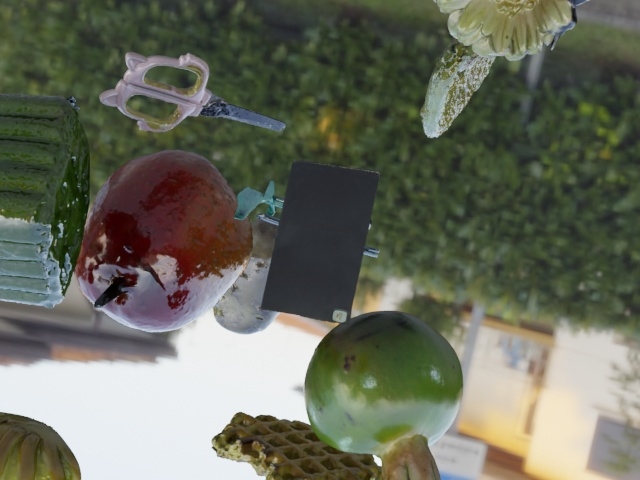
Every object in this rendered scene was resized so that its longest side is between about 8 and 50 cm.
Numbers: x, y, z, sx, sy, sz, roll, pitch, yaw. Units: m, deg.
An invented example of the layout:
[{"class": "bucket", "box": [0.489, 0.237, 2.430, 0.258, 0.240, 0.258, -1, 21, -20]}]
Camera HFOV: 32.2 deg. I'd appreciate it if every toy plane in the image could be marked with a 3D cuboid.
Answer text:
[{"class": "toy plane", "box": [-0.013, -0.043, 1.695, 0.235, 0.096, 0.060, 16, 162, 8]}]

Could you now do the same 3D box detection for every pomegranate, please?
[{"class": "pomegranate", "box": [0.099, 0.244, 1.556, 0.236, 0.236, 0.302, 12, -136, -34]}]

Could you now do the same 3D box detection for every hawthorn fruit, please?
[{"class": "hawthorn fruit", "box": [-0.280, 0.017, 1.834, 0.285, 0.284, 0.369, 14, -148, 19]}]

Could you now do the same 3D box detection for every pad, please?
[{"class": "pad", "box": [0.000, 0.000, 1.342, 0.116, 0.193, 0.004, 9, 171, 17]}]

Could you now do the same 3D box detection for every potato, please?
[{"class": "potato", "box": [-0.127, 0.073, 2.270, 0.165, 0.262, 0.165, 29, -160, -12]}]

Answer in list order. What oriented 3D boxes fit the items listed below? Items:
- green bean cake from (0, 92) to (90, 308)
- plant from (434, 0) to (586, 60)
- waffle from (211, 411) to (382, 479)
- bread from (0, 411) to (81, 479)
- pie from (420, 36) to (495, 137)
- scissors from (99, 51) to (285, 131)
[{"class": "green bean cake", "box": [-0.423, -0.058, 1.604, 0.156, 0.247, 0.250, 5, 145, 0]}, {"class": "plant", "box": [0.346, -0.435, 1.863, 0.306, 0.261, 0.297, -23, 162, 14]}, {"class": "waffle", "box": [-0.032, 0.338, 1.704, 0.291, 0.051, 0.291, 16, -167, -4]}, {"class": "bread", "box": [-0.332, 0.228, 1.151, 0.157, 0.083, 0.094, 19, -169, 38]}, {"class": "pie", "box": [0.289, -0.348, 2.341, 0.078, 0.277, 0.277, 36, -173, 13]}, {"class": "scissors", "box": [-0.185, -0.215, 1.742, 0.317, 0.160, 0.024, 13, -140, -37]}]
